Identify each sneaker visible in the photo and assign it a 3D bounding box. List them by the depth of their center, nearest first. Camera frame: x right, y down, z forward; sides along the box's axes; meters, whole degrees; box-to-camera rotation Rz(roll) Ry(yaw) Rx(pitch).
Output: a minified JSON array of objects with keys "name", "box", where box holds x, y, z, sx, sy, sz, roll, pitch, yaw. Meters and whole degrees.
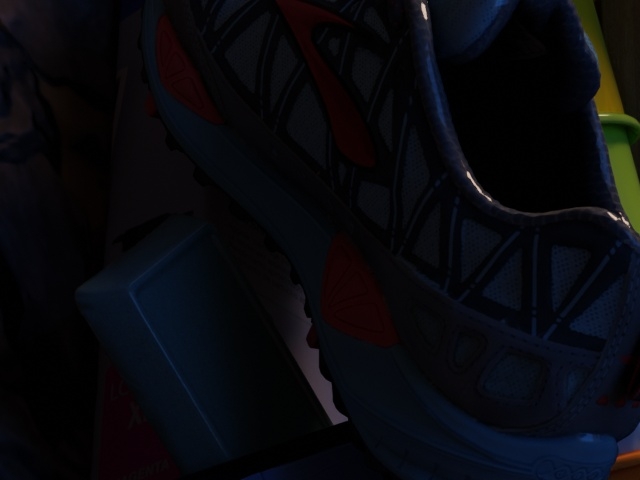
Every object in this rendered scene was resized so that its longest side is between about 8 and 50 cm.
[{"name":"sneaker","box":[0.036,-0.041,0.553,0.104,0.125,0.262,3,41,-41]}]

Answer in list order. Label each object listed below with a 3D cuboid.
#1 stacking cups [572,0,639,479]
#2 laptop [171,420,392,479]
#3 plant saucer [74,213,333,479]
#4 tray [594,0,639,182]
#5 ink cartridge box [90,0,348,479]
[{"name":"stacking cups","box":[0.106,0.053,0.662,0.096,0.096,0.316,6,65,-55]},{"name":"laptop","box":[-0.045,0.180,0.422,0.264,0.136,0.234,2,66,-68]},{"name":"plant saucer","box":[-0.007,0.083,0.558,0.192,0.018,0.067,61,33,-9]},{"name":"tray","box":[0.155,-0.145,0.797,0.203,0.076,0.411,-77,161,-69]},{"name":"ink cartridge box","box":[0.000,0.000,0.689,0.186,0.065,0.311,32,47,-41]}]
